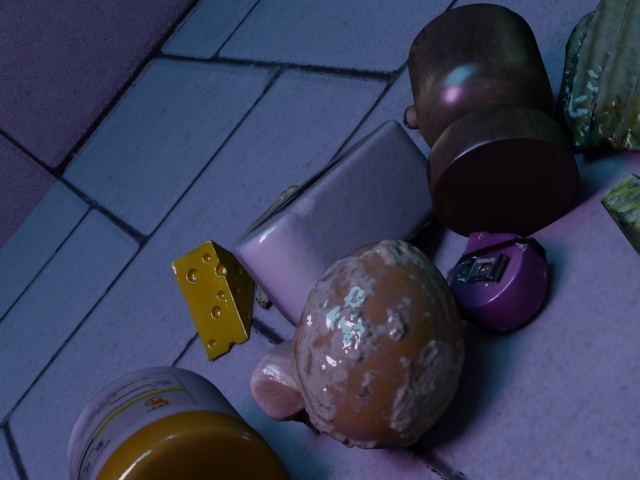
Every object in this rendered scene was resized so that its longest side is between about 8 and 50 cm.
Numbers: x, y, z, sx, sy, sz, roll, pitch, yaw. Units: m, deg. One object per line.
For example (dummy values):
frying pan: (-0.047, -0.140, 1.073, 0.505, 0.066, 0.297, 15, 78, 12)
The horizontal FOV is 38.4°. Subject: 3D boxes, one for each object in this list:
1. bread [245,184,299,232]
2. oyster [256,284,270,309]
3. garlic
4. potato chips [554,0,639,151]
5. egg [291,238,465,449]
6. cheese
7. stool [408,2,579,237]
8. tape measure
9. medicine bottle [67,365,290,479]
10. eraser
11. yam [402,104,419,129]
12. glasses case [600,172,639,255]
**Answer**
bread: (-0.065, -0.021, 1.569, 0.156, 0.064, 0.117, -40, 25, 19)
oyster: (-0.084, 0.080, 1.518, 0.054, 0.019, 0.083, -25, 34, 34)
garlic: (0.000, 0.175, 1.191, 0.174, 0.124, 0.099, -27, -12, -27)
potato chips: (0.461, -0.270, 1.139, 0.358, 0.070, 0.429, -1, 55, 50)
egg: (0.069, 0.120, 1.055, 0.203, 0.203, 0.245, 4, 83, 56)
cheese: (-0.168, 0.110, 1.544, 0.093, 0.126, 0.171, -29, 52, 22)
stool: (0.213, -0.156, 1.179, 0.179, 0.179, 0.264, -32, 42, 28)
tape measure: (0.206, 0.047, 1.091, 0.125, 0.074, 0.118, -7, 50, 54)
medicine bottle: (-0.184, 0.304, 1.151, 0.238, 0.238, 0.232, -52, 28, -6)
eraser: (0.000, 0.000, 1.270, 0.331, 0.150, 0.331, -38, 9, 7)
yam: (0.226, -0.203, 1.400, 0.264, 0.046, 0.046, -1, 53, 52)
glasses case: (0.374, 0.023, 0.865, 0.062, 0.095, 0.272, -41, 29, 5)
